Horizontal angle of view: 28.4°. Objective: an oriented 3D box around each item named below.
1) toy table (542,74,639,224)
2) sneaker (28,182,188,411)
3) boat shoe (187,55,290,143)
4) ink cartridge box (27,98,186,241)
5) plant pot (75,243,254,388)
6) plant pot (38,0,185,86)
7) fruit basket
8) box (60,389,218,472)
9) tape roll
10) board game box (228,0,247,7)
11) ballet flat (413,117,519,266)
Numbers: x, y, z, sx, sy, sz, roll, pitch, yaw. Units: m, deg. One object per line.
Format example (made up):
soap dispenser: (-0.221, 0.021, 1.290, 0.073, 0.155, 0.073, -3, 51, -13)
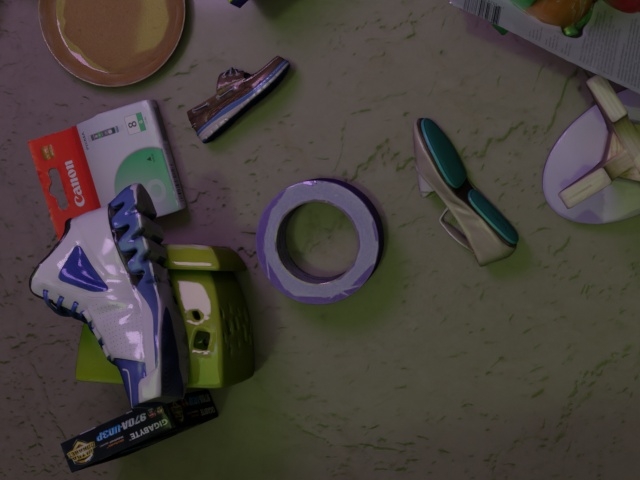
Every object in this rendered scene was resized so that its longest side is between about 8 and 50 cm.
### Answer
toy table: (0.449, -0.122, 1.808, 0.274, 0.161, 0.252, -44, 88, 9)
sneaker: (-0.298, 0.092, 1.756, 0.182, 0.127, 0.315, -15, 73, 10)
boat shoe: (-0.130, -0.228, 1.932, 0.183, 0.066, 0.066, -39, 87, 10)
ink cartridge box: (-0.341, -0.105, 1.984, 0.225, 0.056, 0.181, -16, 92, 8)
plant pot: (-0.225, 0.108, 1.904, 0.227, 0.228, 0.207, 1, 88, 9)
plant pot: (-0.321, -0.357, 1.967, 0.236, 0.032, 0.236, 1, 95, 9)
fruit basket: (0.355, -0.371, 1.744, 0.353, 0.165, 0.327, 25, 62, -16)
box: (-0.270, 0.286, 1.924, 0.175, 0.220, 0.051, -24, 82, 10)
tape roll: (0.000, 0.000, 1.928, 0.189, 0.080, 0.189, 1, 96, 8)
board game box: (-0.063, -0.534, 1.794, 0.347, 0.078, 0.233, -39, 89, 9)
ballet flat: (0.196, -0.066, 1.896, 0.086, 0.086, 0.248, -36, 90, 10)
